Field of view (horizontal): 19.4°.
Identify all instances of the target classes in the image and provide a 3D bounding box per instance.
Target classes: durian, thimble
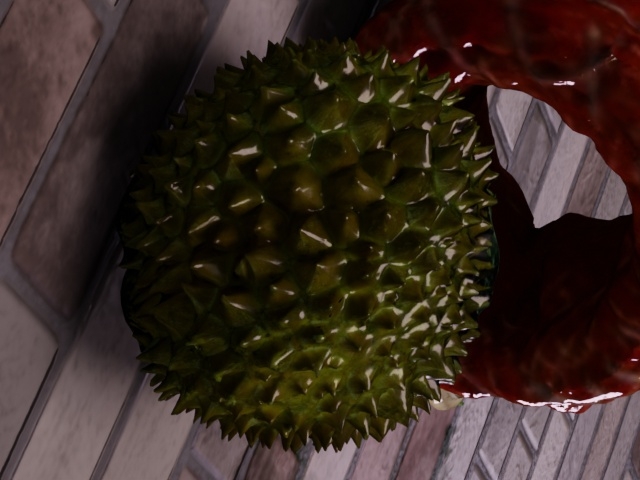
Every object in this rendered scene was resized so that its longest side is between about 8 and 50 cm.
[{"bbox_3d":[0.003,-0.001,1.159,0.291,0.225,0.291,7,90,-68],"label":"durian"},{"bbox_3d":[0.178,-0.058,1.392,0.230,0.350,0.350,-48,143,-49],"label":"thimble"}]

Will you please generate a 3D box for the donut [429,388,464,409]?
[{"bbox_3d":[0.110,0.061,1.626,0.174,0.068,0.174,12,90,-69],"label":"donut"}]
